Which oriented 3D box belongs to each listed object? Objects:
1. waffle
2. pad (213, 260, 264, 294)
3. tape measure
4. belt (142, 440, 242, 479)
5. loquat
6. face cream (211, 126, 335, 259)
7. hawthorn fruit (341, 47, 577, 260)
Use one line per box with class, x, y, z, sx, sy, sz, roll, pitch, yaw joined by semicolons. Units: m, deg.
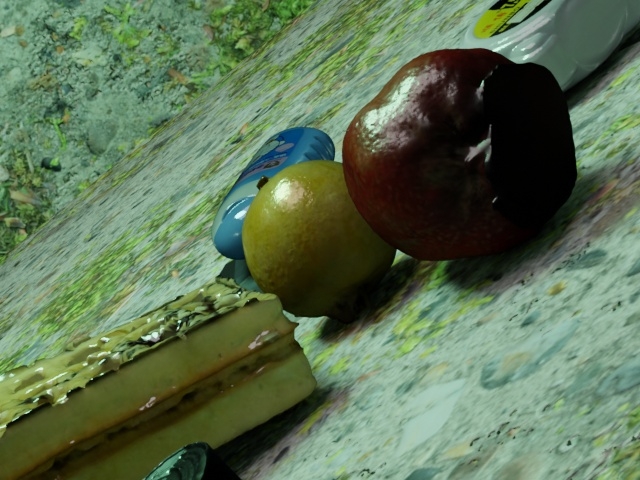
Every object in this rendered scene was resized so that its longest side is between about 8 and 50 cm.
waffle;-0.205;0.157;1.637;0.376;0.114;0.261;-26;7;-13
pad;-0.089;0.049;2.129;0.164;0.004;0.243;-31;14;29
tape measure;0.237;-0.207;1.918;0.196;0.105;0.178;-44;21;-18
belt;-0.117;0.233;1.402;0.151;0.078;0.198;-38;13;21
loquat;0.000;0.000;1.739;0.163;0.163;0.137;-32;-8;28
face cream;-0.060;-0.049;2.191;0.149;0.083;0.264;-36;11;22
hawthorn fruit;0.110;-0.070;1.615;0.189;0.189;0.251;-42;7;-16
